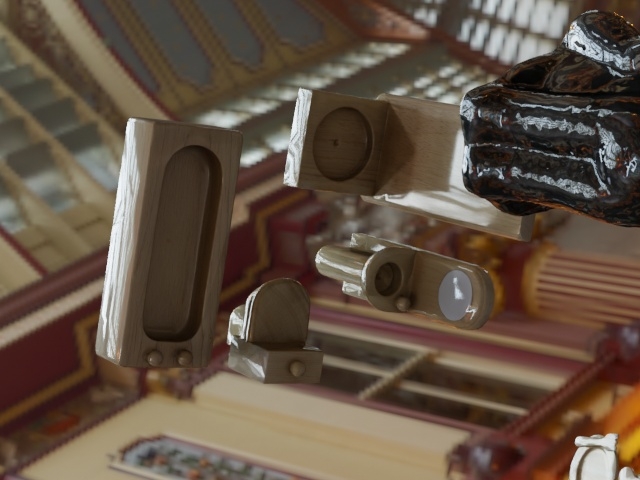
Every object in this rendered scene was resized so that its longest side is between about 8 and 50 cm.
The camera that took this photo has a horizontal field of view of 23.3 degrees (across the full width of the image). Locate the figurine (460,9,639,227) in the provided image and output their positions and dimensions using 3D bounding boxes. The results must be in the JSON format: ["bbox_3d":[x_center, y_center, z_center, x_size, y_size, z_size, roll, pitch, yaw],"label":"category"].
[{"bbox_3d":[0.145,-0.097,0.565,0.092,0.209,0.214,-18,-69,-31],"label":"figurine"}]

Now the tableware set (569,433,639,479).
[{"bbox_3d":[0.223,0.241,1.255,0.020,0.141,0.168,16,-87,-24],"label":"tableware set"}]

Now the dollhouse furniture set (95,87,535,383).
[{"bbox_3d":[0.000,0.000,0.719,0.151,0.123,0.144,5,-83,-37],"label":"dollhouse furniture set"}]
